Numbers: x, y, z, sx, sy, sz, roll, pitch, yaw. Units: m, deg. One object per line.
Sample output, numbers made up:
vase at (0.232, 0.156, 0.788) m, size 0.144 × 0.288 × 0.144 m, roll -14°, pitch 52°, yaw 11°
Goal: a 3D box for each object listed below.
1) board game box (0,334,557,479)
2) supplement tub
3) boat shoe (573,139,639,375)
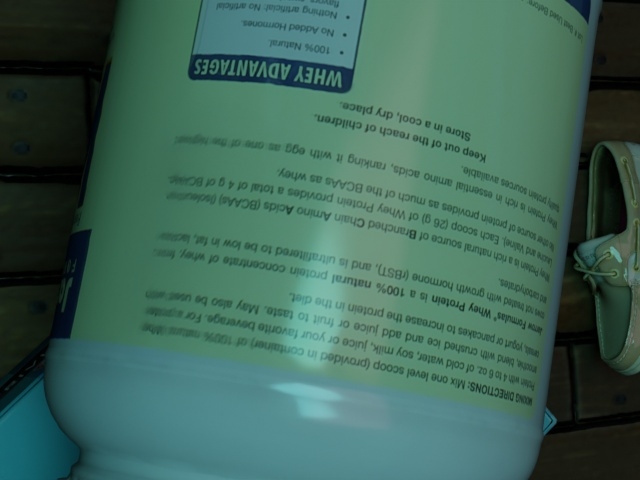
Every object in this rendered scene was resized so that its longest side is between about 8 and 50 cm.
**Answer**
board game box at (-0.052, 0.133, 0.758) m, size 0.336 × 0.079 × 0.253 m, roll -45°, pitch 105°, yaw -22°
supplement tub at (0.000, 0.000, 0.620) m, size 0.235 × 0.235 × 0.324 m, roll 14°, pitch 80°, yaw -25°
boat shoe at (0.207, 0.009, 0.910) m, size 0.059 × 0.063 × 0.170 m, roll 14°, pitch 71°, yaw -22°
